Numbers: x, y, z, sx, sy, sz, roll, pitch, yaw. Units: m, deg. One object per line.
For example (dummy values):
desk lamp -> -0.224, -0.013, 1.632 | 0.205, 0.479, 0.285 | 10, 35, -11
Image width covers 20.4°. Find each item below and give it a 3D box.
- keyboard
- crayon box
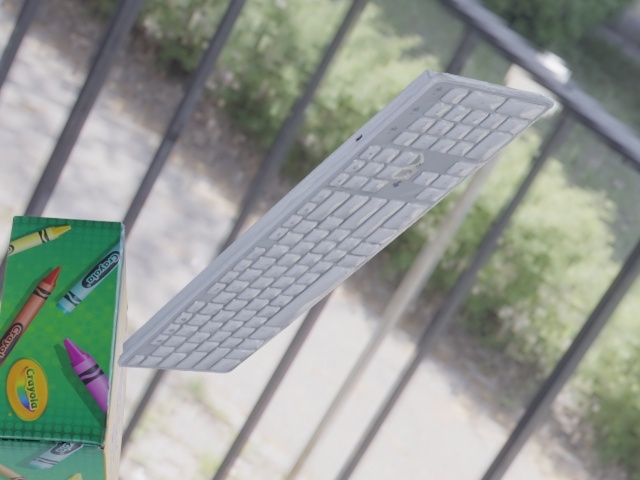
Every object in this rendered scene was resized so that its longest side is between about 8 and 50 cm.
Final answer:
keyboard -> 0.000, 0.000, 0.829 | 0.072, 0.256, 0.014 | 13, 52, -36
crayon box -> -0.186, 0.118, 1.293 | 0.081, 0.278, 0.165 | 4, 63, -4
